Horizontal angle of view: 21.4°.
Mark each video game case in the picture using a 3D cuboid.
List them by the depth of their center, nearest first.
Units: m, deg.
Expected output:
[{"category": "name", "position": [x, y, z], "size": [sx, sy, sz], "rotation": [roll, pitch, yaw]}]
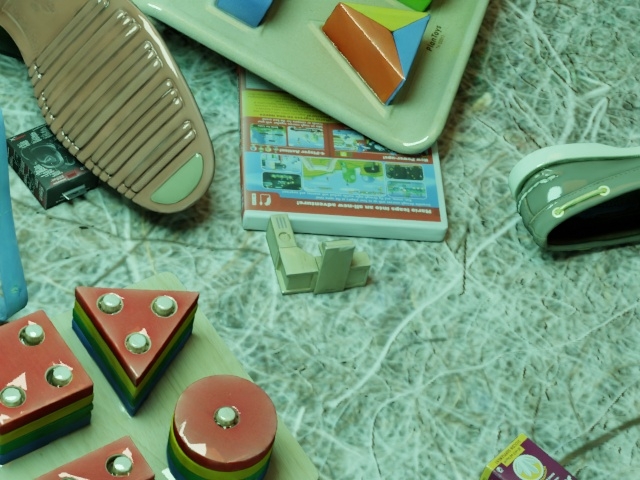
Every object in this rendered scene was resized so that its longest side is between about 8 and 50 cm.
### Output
[{"category": "video game case", "position": [0.017, -0.121, 1.743], "size": [0.204, 0.025, 0.285], "rotation": [4, 50, -9]}]

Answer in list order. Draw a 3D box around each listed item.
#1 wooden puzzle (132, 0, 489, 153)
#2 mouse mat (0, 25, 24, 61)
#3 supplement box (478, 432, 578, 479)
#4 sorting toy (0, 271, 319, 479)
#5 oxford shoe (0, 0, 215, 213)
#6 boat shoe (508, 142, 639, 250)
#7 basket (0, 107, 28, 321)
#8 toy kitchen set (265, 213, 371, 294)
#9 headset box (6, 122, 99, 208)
[{"category": "wooden puzzle", "position": [0.007, -0.283, 1.774], "size": [0.348, 0.080, 0.322], "rotation": [26, 50, -4]}, {"category": "mouse mat", "position": [-0.336, -0.268, 1.778], "size": [0.189, 0.007, 0.153], "rotation": [20, 63, 6]}, {"category": "supplement box", "position": [0.186, 0.219, 1.486], "size": [0.083, 0.043, 0.055], "rotation": [39, 52, 19]}, {"category": "sorting toy", "position": [-0.168, 0.145, 1.441], "size": [0.255, 0.089, 0.257], "rotation": [-23, 59, -28]}, {"category": "oxford shoe", "position": [-0.220, -0.191, 1.665], "size": [0.140, 0.146, 0.397], "rotation": [-38, 77, 11]}, {"category": "boat shoe", "position": [0.344, -0.047, 1.701], "size": [0.305, 0.109, 0.091], "rotation": [-6, 53, -9]}, {"category": "basket", "position": [-0.369, -0.084, 1.481], "size": [0.289, 0.255, 0.201], "rotation": [34, 49, 30]}, {"category": "toy kitchen set", "position": [0.000, 0.000, 1.610], "size": [0.083, 0.068, 0.075], "rotation": [-5, 52, -17]}, {"category": "headset box", "position": [-0.256, -0.072, 1.639], "size": [0.062, 0.032, 0.083], "rotation": [-27, 62, -29]}]
